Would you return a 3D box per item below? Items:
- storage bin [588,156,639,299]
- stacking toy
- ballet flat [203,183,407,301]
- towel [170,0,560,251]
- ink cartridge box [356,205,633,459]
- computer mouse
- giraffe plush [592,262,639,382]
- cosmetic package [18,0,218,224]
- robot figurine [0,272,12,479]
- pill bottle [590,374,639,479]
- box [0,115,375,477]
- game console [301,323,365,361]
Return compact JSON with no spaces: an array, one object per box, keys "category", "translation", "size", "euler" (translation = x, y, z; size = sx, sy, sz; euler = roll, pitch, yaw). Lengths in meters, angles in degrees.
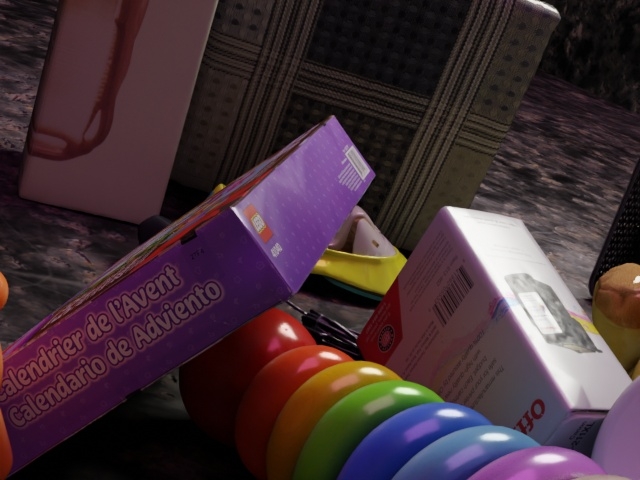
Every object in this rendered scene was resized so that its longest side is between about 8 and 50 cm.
[{"category":"storage bin","translation":[0.379,0.004,1.300],"size":[0.084,0.180,0.122],"euler":[1,24,-47]},{"category":"stacking toy","translation":[0.030,0.125,0.668],"size":[0.141,0.141,0.330],"euler":[6,15,-37]},{"category":"ballet flat","translation":[0.000,0.000,1.089],"size":[0.230,0.077,0.077],"euler":[13,17,-18]},{"category":"towel","translation":[0.028,-0.142,1.188],"size":[0.312,0.324,0.056],"euler":[16,39,-8]},{"category":"ink cartridge box","translation":[0.107,0.085,0.770],"size":[0.072,0.127,0.175],"euler":[8,38,-33]},{"category":"computer mouse","translation":[-0.046,0.050,0.969],"size":[0.242,0.041,0.071],"euler":[29,0,17]},{"category":"giraffe plush","translation":[0.237,0.113,0.820],"size":[0.181,0.210,0.170],"euler":[45,26,4]},{"category":"cosmetic package","translation":[-0.175,-0.182,1.102],"size":[0.129,0.296,0.153],"euler":[12,16,-17]},{"category":"robot figurine","translation":[-0.241,0.052,0.583],"size":[0.219,0.158,0.128],"euler":[30,-2,32]},{"category":"pill bottle","translation":[0.269,0.166,0.684],"size":[0.245,0.130,0.130],"euler":[36,6,-31]},{"category":"box","translation":[-0.081,0.021,0.741],"size":[0.057,0.201,0.293],"euler":[55,16,-6]},{"category":"game console","translation":[0.005,0.106,0.873],"size":[0.122,0.071,0.107],"euler":[22,-13,10]}]
